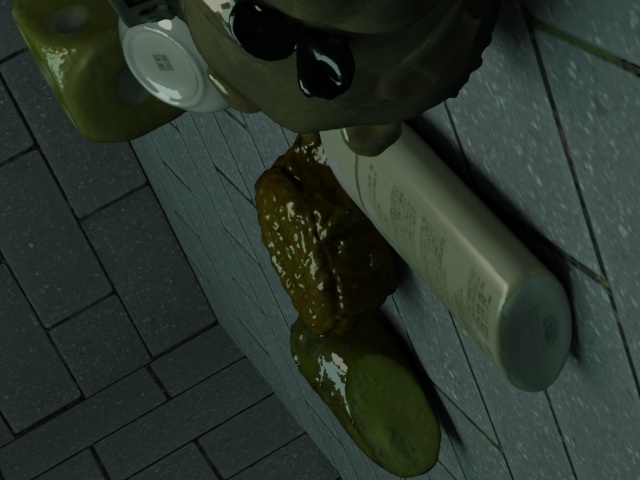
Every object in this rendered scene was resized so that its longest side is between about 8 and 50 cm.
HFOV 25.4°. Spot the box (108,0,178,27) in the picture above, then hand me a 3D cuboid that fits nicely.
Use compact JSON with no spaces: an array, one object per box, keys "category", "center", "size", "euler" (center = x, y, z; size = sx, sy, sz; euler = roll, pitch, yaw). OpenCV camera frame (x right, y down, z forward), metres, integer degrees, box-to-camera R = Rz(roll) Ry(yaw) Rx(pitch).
[{"category":"box","center":[-0.255,-0.459,1.566],"size":[0.396,0.111,0.396],"euler":[60,-168,-85]}]

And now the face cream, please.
[{"category":"face cream","center":[0.112,-0.014,1.377],"size":[0.348,0.081,0.173],"euler":[51,166,42]}]

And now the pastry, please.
[{"category":"pastry","center":[0.000,0.000,1.799],"size":[0.240,0.132,0.235],"euler":[55,169,24]}]

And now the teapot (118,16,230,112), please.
[{"category":"teapot","center":[-0.175,-0.278,1.893],"size":[0.204,0.139,0.298],"euler":[17,140,34]}]

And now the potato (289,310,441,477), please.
[{"category":"potato","center":[0.070,0.201,2.005],"size":[0.298,0.141,0.176],"euler":[50,180,14]}]

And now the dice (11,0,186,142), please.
[{"category":"dice","center":[-0.320,-0.311,2.178],"size":[0.233,0.238,0.227],"euler":[52,167,36]}]

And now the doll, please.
[{"category":"doll","center":[0.019,-0.200,0.953],"size":[0.247,0.247,0.349],"euler":[57,155,19]}]
